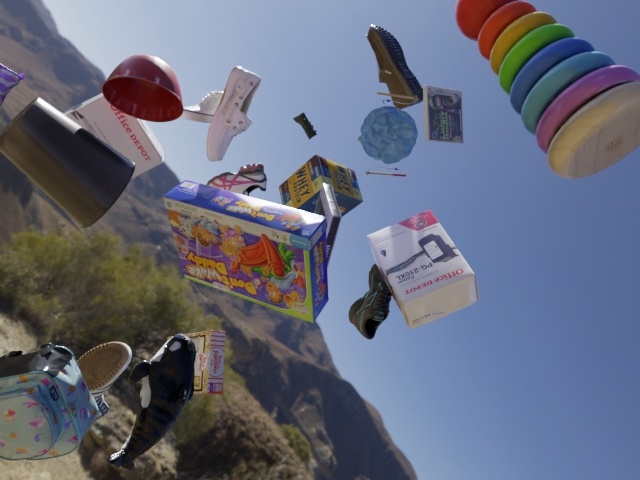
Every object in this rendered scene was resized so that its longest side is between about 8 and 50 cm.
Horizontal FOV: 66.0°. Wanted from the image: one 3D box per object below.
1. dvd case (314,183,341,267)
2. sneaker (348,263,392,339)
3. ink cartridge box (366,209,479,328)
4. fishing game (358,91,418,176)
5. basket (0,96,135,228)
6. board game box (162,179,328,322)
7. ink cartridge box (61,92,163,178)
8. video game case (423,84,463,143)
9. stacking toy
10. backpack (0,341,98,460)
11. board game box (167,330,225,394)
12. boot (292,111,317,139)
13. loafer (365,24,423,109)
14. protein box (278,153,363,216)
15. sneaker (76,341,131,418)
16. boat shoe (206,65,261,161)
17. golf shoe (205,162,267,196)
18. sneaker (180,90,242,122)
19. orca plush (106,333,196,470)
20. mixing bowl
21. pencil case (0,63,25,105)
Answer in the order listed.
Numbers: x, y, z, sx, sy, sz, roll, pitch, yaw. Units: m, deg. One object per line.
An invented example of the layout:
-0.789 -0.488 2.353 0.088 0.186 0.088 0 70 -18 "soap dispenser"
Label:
0.000 0.000 1.250 0.179 0.029 0.239 -104 -155 -58 "dvd case"
0.173 0.161 1.387 0.267 0.101 0.106 -66 -152 26 "sneaker"
0.232 0.062 1.144 0.237 0.172 0.100 -112 179 -47 "ink cartridge box"
0.217 -0.339 1.591 0.041 0.189 0.264 -92 -175 -77 "fishing game"
-0.534 -0.171 1.028 0.227 0.154 0.204 47 33 -34 "basket"
-0.155 0.021 1.062 0.347 0.078 0.233 16 -48 22 "board game box"
-0.624 -0.256 1.359 0.223 0.307 0.129 63 -2 -30 "ink cartridge box"
0.432 -0.438 1.726 0.022 0.173 0.190 -1 -89 60 "video game case"
0.291 -0.243 0.669 0.141 0.141 0.330 79 -11 -58 "stacking toy"
-0.495 0.298 0.862 0.144 0.165 0.188 -93 168 -61 "backpack"
-0.314 0.304 1.212 0.193 0.147 0.045 -15 -23 40 "board game box"
-0.058 -0.441 1.897 0.099 0.045 0.121 57 -6 -17 "boot"
0.261 -0.666 1.912 0.130 0.133 0.366 -32 -103 40 "loafer"
0.001 -0.162 1.712 0.199 0.201 0.136 15 50 -42 "protein box"
-0.561 0.363 1.242 0.099 0.282 0.153 49 0 24 "sneaker"
-0.241 -0.347 1.393 0.096 0.277 0.098 20 6 3 "boat shoe"
-0.236 -0.152 1.367 0.067 0.186 0.086 -3 80 -70 "golf shoe"
-0.331 -0.414 1.515 0.094 0.258 0.091 17 -67 30 "sneaker"
-0.328 0.327 1.014 0.102 0.287 0.151 -11 -56 45 "orca plush"
-0.404 -0.366 1.148 0.181 0.181 0.098 110 -15 -73 "mixing bowl"
-0.637 -0.240 0.910 0.086 0.206 0.088 27 -1 42 "pencil case"
